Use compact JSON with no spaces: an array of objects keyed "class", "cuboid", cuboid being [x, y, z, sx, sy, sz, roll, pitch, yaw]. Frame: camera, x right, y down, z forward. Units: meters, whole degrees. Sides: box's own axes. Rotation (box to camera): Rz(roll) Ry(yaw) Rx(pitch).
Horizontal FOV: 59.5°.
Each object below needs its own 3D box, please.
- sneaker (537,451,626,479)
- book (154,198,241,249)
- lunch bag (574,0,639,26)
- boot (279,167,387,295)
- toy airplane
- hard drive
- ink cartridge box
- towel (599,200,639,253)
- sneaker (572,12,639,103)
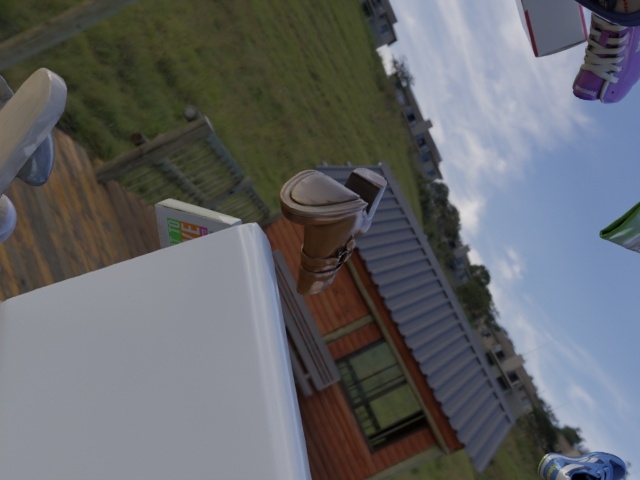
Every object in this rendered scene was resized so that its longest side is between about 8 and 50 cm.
[{"class":"sneaker","cuboid":[0.395,0.349,0.824,0.059,0.144,0.053,-144,-122,-72]},{"class":"book","cuboid":[-0.181,0.000,0.841,0.035,0.144,0.096,-33,132,-53]},{"class":"lunch bag","cuboid":[0.261,-0.333,0.432,0.243,0.115,0.303,58,-31,33]},{"class":"boot","cuboid":[0.000,0.000,0.639,0.073,0.152,0.197,38,27,22]},{"class":"toy airplane","cuboid":[-0.477,-0.018,0.691,0.272,0.386,0.384,1,90,-77]},{"class":"hard drive","cuboid":[-0.121,0.174,0.375,0.047,0.233,0.353,62,13,-58]},{"class":"ink cartridge box","cuboid":[0.514,-0.569,1.288,0.207,0.117,0.283,63,24,-25]},{"class":"towel","cuboid":[0.401,-0.013,0.612,0.152,0.113,0.023,16,44,-22]},{"class":"sneaker","cuboid":[0.436,-0.292,0.833,0.282,0.161,0.102,19,20,-49]}]
